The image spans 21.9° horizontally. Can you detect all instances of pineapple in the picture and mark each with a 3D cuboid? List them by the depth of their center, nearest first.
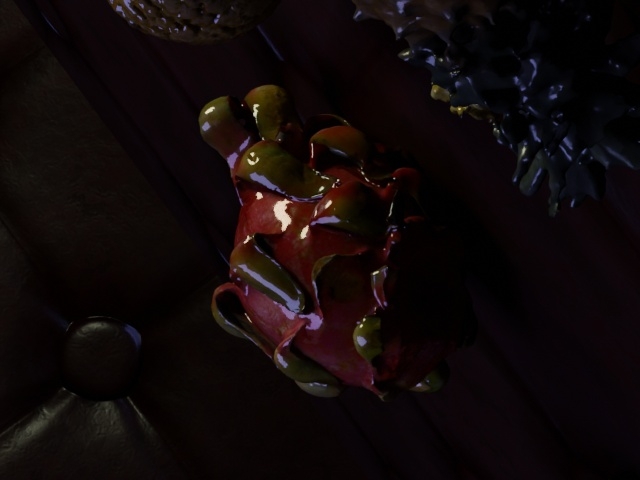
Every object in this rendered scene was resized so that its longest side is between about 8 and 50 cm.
[{"bbox_3d":[0.096,-0.133,0.932,0.340,0.169,0.169,58,168,-29],"label":"pineapple"}]

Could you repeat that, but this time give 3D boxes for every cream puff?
[{"bbox_3d":[-0.092,-0.264,1.289,0.183,0.183,0.169,52,156,6],"label":"cream puff"}]

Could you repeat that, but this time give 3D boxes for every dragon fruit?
[{"bbox_3d":[0.017,-0.001,1.521,0.227,0.243,0.307,28,-122,-65],"label":"dragon fruit"}]

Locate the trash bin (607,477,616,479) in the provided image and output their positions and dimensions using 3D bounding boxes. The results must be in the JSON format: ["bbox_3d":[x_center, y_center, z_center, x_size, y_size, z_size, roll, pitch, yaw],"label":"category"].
[{"bbox_3d":[0.297,0.402,1.557,0.301,0.203,0.252,50,155,13],"label":"trash bin"}]

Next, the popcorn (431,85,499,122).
[{"bbox_3d":[0.109,-0.120,1.152,0.083,0.057,0.082,49,161,36],"label":"popcorn"}]
